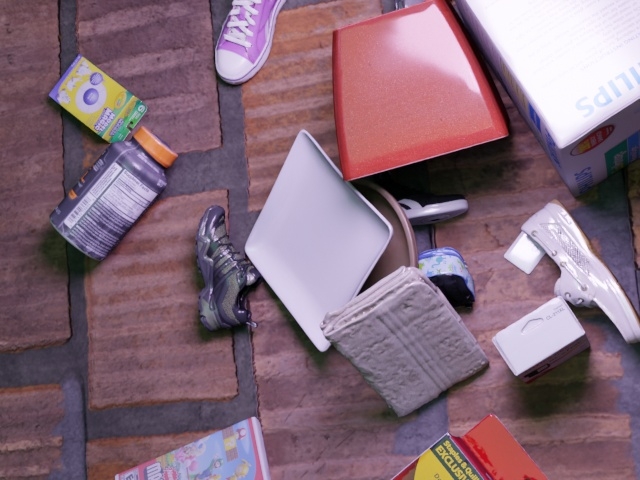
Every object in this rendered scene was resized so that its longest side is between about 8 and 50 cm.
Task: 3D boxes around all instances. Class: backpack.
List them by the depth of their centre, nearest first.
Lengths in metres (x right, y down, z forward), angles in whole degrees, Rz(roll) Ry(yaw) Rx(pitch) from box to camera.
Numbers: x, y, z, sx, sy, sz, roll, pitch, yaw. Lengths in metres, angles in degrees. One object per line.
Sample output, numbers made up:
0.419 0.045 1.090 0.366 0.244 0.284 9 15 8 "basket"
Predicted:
0.198 0.061 1.874 0.105 0.114 0.084 -13 56 15 "backpack"

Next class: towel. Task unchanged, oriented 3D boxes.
0.138 0.164 1.805 0.187 0.282 0.049 -32 40 8 "towel"

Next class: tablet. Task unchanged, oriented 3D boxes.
0.356 0.009 1.896 0.054 0.006 0.083 37 91 19 "tablet"

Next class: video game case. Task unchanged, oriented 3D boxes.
-0.218 0.442 1.922 0.285 0.025 0.204 -24 49 11 "video game case"

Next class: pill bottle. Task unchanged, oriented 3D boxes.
-0.372 -0.093 2.060 0.130 0.130 0.245 42 92 19 "pill bottle"

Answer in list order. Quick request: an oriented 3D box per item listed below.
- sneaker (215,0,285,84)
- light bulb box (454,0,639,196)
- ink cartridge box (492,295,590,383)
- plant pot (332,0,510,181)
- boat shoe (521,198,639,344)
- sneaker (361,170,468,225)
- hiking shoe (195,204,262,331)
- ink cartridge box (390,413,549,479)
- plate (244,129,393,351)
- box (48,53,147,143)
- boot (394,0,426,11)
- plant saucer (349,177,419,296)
-0.138 -0.434 2.045 0.102 0.161 0.282 20 87 17 "sneaker"
0.388 -0.303 1.763 0.225 0.358 0.361 -32 73 9 "light bulb box"
0.352 0.161 1.777 0.127 0.175 0.072 -33 72 8 "ink cartridge box"
0.149 -0.260 1.835 0.267 0.267 0.235 -15 98 12 "plant pot"
0.424 0.066 1.822 0.096 0.098 0.277 -35 64 8 "boat shoe"
0.140 -0.086 1.937 0.217 0.079 0.121 -11 78 15 "sneaker"
-0.159 0.048 2.004 0.114 0.086 0.226 -3 88 9 "hiking shoe"
0.256 0.466 1.770 0.272 0.130 0.309 -41 71 4 "ink cartridge box"
0.000 0.000 1.902 0.278 0.045 0.277 51 127 34 "plate"
-0.426 -0.266 2.157 0.179 0.043 0.105 37 91 18 "box"
0.244 -0.469 1.971 0.223 0.118 0.338 -2 83 10 "boot"
0.070 0.032 1.889 0.278 0.041 0.277 6 98 49 "plant saucer"
